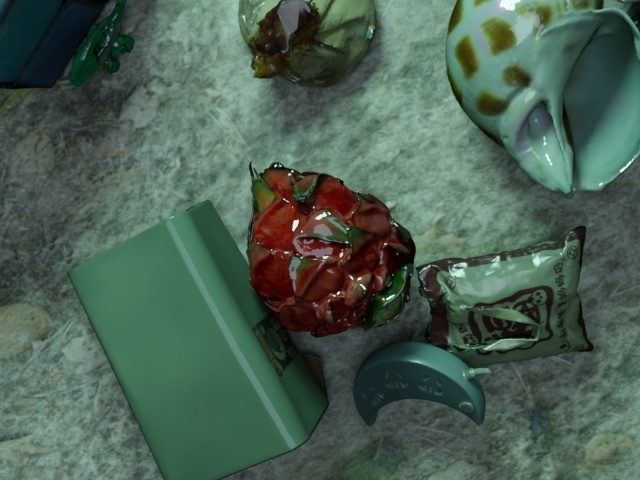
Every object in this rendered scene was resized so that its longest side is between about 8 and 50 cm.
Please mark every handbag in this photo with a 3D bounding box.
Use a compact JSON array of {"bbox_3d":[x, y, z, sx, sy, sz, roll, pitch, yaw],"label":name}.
[{"bbox_3d":[0.255,0.088,1.178,0.235,0.127,0.213,-9,127,6],"label":"handbag"}]

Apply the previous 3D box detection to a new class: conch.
[{"bbox_3d":[0.283,-0.247,1.078,0.249,0.197,0.368,-2,107,10],"label":"conch"}]

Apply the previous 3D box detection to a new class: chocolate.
[{"bbox_3d":[-0.022,0.210,1.257,0.064,0.031,0.101,-4,103,11],"label":"chocolate"}]

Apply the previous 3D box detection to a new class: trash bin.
[{"bbox_3d":[-0.170,0.143,1.176,0.223,0.158,0.343,-25,96,18],"label":"trash bin"}]

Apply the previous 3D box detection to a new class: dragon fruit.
[{"bbox_3d":[0.000,0.000,1.150,0.234,0.234,0.293,-36,60,8],"label":"dragon fruit"}]

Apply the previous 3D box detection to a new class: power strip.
[{"bbox_3d":[0.140,0.201,1.187,0.216,0.044,0.137,-10,119,30],"label":"power strip"}]

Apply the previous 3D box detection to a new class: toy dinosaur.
[{"bbox_3d":[-0.296,-0.268,1.161,0.059,0.096,0.132,29,102,-3],"label":"toy dinosaur"}]

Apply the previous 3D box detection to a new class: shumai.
[{"bbox_3d":[-0.026,-0.298,1.131,0.201,0.120,0.201,1,101,6],"label":"shumai"}]

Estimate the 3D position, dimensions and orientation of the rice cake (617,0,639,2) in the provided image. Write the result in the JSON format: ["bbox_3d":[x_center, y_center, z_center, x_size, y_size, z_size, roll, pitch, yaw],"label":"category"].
[{"bbox_3d":[0.449,-0.382,1.093,0.198,0.037,0.189,-11,65,0],"label":"rice cake"}]

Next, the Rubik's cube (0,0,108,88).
[{"bbox_3d":[-0.428,-0.389,1.037,0.313,0.316,0.318,35,101,-3],"label":"Rubik's cube"}]

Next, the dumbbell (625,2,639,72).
[{"bbox_3d":[0.496,-0.242,1.126,0.254,0.110,0.110,14,100,-6],"label":"dumbbell"}]
